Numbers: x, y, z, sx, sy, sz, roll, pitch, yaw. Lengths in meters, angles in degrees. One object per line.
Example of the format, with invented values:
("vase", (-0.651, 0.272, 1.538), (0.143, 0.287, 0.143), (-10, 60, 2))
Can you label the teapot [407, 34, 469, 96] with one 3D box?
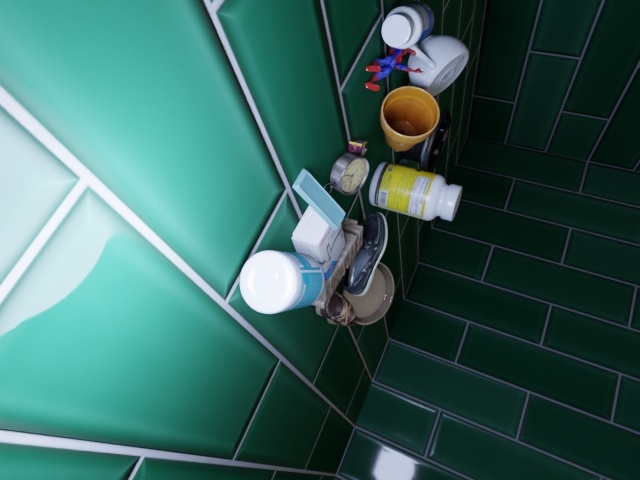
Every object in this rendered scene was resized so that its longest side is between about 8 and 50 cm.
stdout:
("teapot", (0.425, -0.693, 1.778), (0.253, 0.187, 0.256), (-36, 167, -15))

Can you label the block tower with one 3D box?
("block tower", (0.044, 0.064, 1.534), (0.335, 0.091, 0.097), (-57, 154, -38))

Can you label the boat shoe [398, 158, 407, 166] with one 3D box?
("boat shoe", (0.369, -0.326, 2.123), (0.142, 0.049, 0.040), (-54, 154, -46))

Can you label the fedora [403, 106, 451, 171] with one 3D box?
("fedora", (0.478, -0.466, 2.134), (0.334, 0.153, 0.333), (-50, 151, -40))

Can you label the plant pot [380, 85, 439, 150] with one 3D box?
("plant pot", (0.314, -0.427, 1.706), (0.188, 0.205, 0.205), (94, 19, -75))

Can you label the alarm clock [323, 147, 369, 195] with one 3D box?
("alarm clock", (0.073, -0.197, 1.416), (0.192, 0.064, 0.129), (-40, 143, -28))

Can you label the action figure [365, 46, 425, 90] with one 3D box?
("action figure", (0.258, -0.570, 1.505), (0.280, 0.139, 0.091), (-56, 156, -43))

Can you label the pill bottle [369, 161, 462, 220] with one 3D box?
("pill bottle", (0.378, -0.188, 1.839), (0.188, 0.334, 0.187), (-53, 153, -43))

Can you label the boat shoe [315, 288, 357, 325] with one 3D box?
("boat shoe", (0.074, 0.255, 1.723), (0.123, 0.123, 0.342), (-65, 159, -19))

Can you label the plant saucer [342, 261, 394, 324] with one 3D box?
("plant saucer", (0.198, 0.218, 1.954), (0.278, 0.041, 0.277), (-6, 100, -32))

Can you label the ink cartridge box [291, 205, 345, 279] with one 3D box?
("ink cartridge box", (0.000, 0.000, 1.368), (0.148, 0.086, 0.203), (-63, 158, -26))

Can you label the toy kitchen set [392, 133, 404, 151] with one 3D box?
("toy kitchen set", (0.351, -0.408, 1.985), (0.068, 0.083, 0.075), (25, -81, 68))

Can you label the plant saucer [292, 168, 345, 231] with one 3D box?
("plant saucer", (0.002, -0.108, 1.246), (0.192, 0.018, 0.067), (44, 60, -32))

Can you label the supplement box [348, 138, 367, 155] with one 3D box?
("supplement box", (0.117, -0.281, 1.500), (0.055, 0.043, 0.083), (-41, 144, -56))

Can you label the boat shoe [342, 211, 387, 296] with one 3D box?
("boat shoe", (0.158, 0.043, 1.783), (0.113, 0.127, 0.339), (20, 91, -47))

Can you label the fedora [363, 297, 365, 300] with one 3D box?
("fedora", (0.167, 0.249, 2.031), (0.194, 0.079, 0.194), (-52, 152, -44))

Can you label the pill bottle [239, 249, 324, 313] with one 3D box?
("pill bottle", (-0.079, 0.101, 1.158), (0.264, 0.146, 0.146), (12, 96, -70))

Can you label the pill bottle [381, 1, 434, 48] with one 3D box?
("pill bottle", (0.272, -0.675, 1.458), (0.221, 0.124, 0.124), (-47, 148, -48))
